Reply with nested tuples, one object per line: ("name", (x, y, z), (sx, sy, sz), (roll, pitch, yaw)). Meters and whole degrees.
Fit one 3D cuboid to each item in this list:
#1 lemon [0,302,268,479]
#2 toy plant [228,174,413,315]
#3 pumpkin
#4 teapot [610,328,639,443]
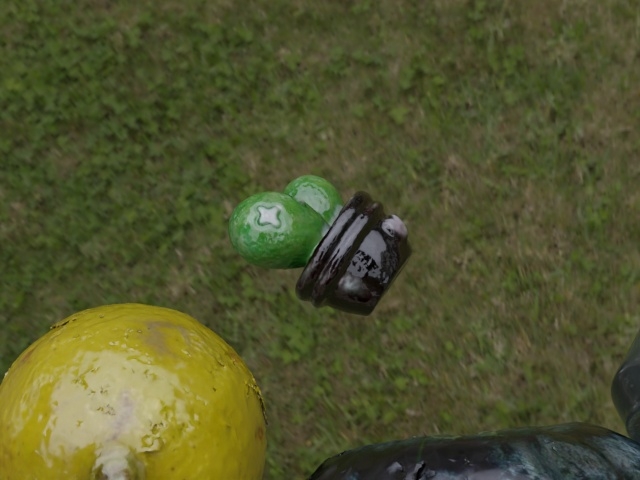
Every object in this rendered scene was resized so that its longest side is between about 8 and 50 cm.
("lemon", (-0.174, 0.184, 1.113), (0.258, 0.310, 0.258), (1, 85, -6))
("toy plant", (0.000, 0.000, 1.704), (0.235, 0.218, 0.175), (33, 119, 6))
("pumpkin", (0.085, 0.180, 0.639), (0.233, 0.233, 0.163), (-10, 76, 13))
("teapot", (0.354, 0.073, 0.999), (0.203, 0.171, 0.225), (22, 61, -3))
